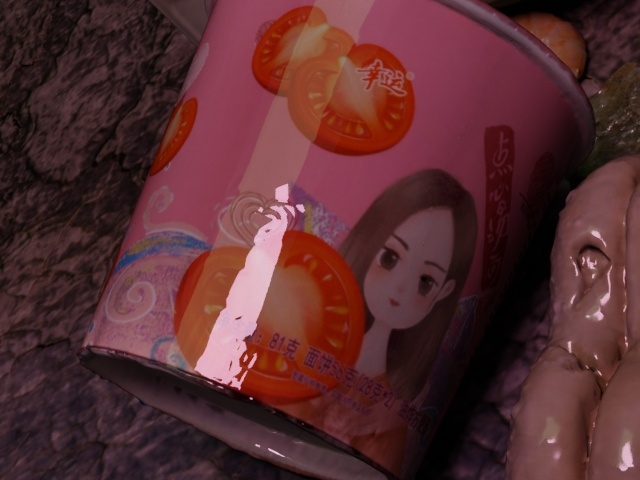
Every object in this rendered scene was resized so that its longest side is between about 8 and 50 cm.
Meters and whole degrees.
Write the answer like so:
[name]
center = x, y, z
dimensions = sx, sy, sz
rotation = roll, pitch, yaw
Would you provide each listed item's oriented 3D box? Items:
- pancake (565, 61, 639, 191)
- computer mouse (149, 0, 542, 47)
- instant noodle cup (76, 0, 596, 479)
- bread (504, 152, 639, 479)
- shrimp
[pancake]
center = 0.198, -0.060, 0.778
dimensions = 0.116, 0.022, 0.129
rotation = -49, 39, -4
[computer mouse]
center = 0.064, -0.249, 0.918
dimensions = 0.429, 0.228, 0.145
rotation = -16, 4, 30
[instant noodle cup]
center = 0.000, 0.000, 0.736
dimensions = 0.243, 0.243, 0.231
rotation = 8, 67, 44
[bread]
center = 0.158, 0.073, 0.567
dimensions = 0.102, 0.183, 0.337
rotation = -4, 55, 35
[shrimp]
center = 0.106, -0.090, 0.881
dimensions = 0.162, 0.045, 0.095
rotation = -35, 60, 1
